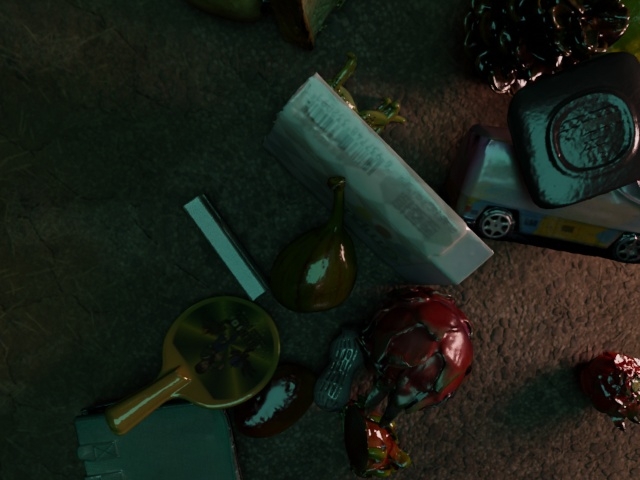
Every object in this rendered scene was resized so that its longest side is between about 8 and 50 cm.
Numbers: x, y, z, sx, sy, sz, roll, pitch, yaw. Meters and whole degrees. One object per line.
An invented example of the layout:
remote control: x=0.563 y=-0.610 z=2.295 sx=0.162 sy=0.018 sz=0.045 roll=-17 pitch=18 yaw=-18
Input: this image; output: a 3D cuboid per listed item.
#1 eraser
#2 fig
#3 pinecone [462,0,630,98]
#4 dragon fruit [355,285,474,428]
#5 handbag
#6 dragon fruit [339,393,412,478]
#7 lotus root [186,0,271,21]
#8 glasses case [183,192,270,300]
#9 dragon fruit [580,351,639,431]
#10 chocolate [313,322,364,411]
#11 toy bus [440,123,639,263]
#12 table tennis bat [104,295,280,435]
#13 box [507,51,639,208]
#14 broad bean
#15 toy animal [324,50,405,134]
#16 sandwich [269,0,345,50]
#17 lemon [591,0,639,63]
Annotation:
eraser: x=0.084 y=-0.080 z=0.851 sx=0.397 sy=0.213 sz=0.082 roll=43 pitch=75 yaw=-8
fig: x=0.000 y=0.000 z=0.854 sx=0.152 sy=0.151 sz=0.259 roll=10 pitch=112 yaw=-6
pinecone: x=0.354 y=-0.356 z=0.819 sx=0.244 sy=0.257 sz=0.243 roll=-2 pitch=113 yaw=-5
dragon fruit: x=0.167 y=0.198 z=0.876 sx=0.193 sy=0.192 sz=0.274 roll=7 pitch=59 yaw=28
handbag: x=-0.285 y=0.403 z=0.920 sx=0.274 sy=0.100 sz=0.268 roll=-11 pitch=101 yaw=-3
dragon fruit: x=0.096 y=0.379 z=0.948 sx=0.175 sy=0.138 sz=0.142 roll=28 pitch=117 yaw=-28
lotus root: x=-0.178 y=-0.446 z=0.823 sx=0.221 sy=0.118 sz=0.125 roll=24 pitch=94 yaw=-7
glasses case: x=-0.166 y=0.011 z=0.898 sx=0.047 sy=0.071 sz=0.205 roll=-35 pitch=97 yaw=-5
dragon fruit: x=0.579 y=0.280 z=0.973 sx=0.130 sy=0.121 sz=0.142 roll=-26 pitch=122 yaw=5
chocolate: x=0.039 y=0.234 z=0.926 sx=0.072 sy=0.072 sz=0.167 roll=28 pitch=72 yaw=-7
toy bus: x=0.416 y=-0.086 z=0.849 sx=0.387 sy=0.171 sz=0.162 roll=11 pitch=122 yaw=1
table tennis bat: x=-0.218 y=0.222 z=0.870 sx=0.321 sy=0.050 sz=0.198 roll=-32 pitch=71 yaw=-21
box: x=0.394 y=-0.163 z=0.743 sx=0.213 sy=0.042 sz=0.201 roll=-19 pitch=92 yaw=3
broad bean: x=-0.083 y=0.295 z=0.929 sx=0.165 sy=0.084 sz=0.114 roll=-42 pitch=116 yaw=-6
toy animal: x=0.054 y=-0.234 z=0.900 sx=0.181 sy=0.073 sz=0.136 roll=41 pitch=99 yaw=-20
sandwich: x=0.006 y=-0.461 z=0.790 sx=0.087 sy=0.226 sz=0.251 roll=31 pitch=90 yaw=6
lemon: x=0.563 y=-0.399 z=0.868 sx=0.248 sy=0.184 sz=0.184 roll=-38 pitch=98 yaw=8
